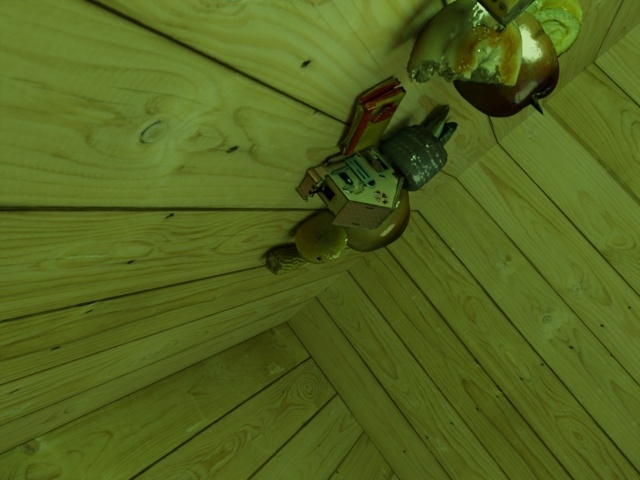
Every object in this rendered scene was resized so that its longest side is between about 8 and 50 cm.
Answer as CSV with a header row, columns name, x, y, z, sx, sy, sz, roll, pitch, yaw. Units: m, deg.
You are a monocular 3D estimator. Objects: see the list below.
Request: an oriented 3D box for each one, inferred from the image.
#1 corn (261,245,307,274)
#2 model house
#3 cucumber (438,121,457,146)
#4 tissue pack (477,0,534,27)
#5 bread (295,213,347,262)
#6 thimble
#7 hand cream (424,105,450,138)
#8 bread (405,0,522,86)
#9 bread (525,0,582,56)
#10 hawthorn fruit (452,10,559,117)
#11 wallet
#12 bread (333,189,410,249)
name,x,y,z,sx,sy,sz,roll,pitch,yaw
corn,-0.129,0.077,1.936,0.106,0.106,0.305,-42,169,21
model house,0.126,-0.157,1.467,0.326,0.244,0.169,-26,165,-39
cucumber,0.471,-0.398,1.959,0.077,0.077,0.265,-25,161,-45
tissue pack,0.353,-0.526,0.916,0.120,0.169,0.082,-42,164,23
bread,-0.002,0.002,1.815,0.197,0.197,0.170,-35,173,-11
thimble,0.318,-0.284,1.619,0.172,0.205,0.236,-38,167,-4
hand cream,0.398,-0.366,1.775,0.305,0.093,0.147,-55,-178,36
bread,0.338,-0.465,1.088,0.314,0.171,0.191,-10,119,-30
bread,0.648,-0.615,1.405,0.124,0.186,0.257,-49,-177,-42
hawthorn fruit,0.532,-0.470,1.310,0.268,0.300,0.268,-40,180,0
wallet,0.138,-0.326,1.286,0.141,0.067,0.241,-31,167,-21
bread,0.227,-0.102,1.924,0.348,0.253,0.376,-39,167,1
